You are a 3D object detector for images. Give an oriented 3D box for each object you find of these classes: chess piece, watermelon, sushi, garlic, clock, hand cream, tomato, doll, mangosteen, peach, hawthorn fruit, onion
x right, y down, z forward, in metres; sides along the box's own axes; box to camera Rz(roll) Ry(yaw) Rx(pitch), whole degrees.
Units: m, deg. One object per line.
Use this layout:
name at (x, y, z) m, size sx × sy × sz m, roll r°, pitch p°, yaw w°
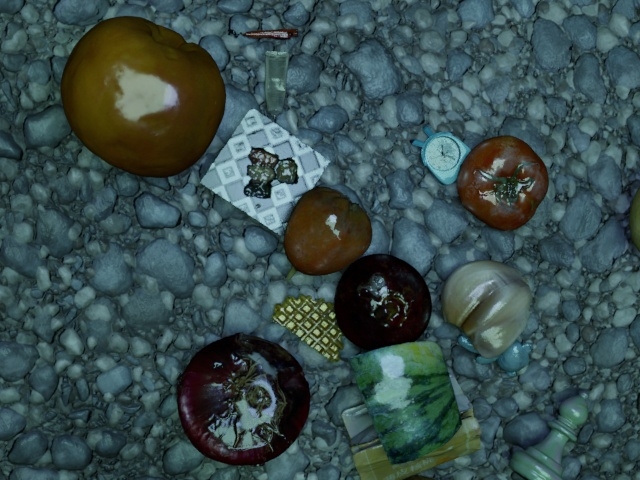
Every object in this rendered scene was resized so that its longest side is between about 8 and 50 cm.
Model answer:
chess piece at (0.602, 0.497, 1.544) m, size 0.139 × 0.139 × 0.271 m, roll 38°, pitch 79°, yaw -5°
watermelon at (0.194, 0.361, 1.421) m, size 0.213 × 0.201 × 0.261 m, roll -16°, pitch 87°, yaw -3°
sushi at (-0.133, -0.164, 1.479) m, size 0.231 × 0.047 × 0.219 m, roll 34°, pitch 87°, yaw -10°
garlic at (0.408, 0.141, 1.480) m, size 0.217 × 0.110 × 0.228 m, roll 41°, pitch 78°, yaw 20°
clock at (0.294, -0.216, 1.502) m, size 0.147 × 0.045 × 0.108 m, roll 42°, pitch 89°, yaw -5°
hand cream at (-0.108, -0.376, 1.477) m, size 0.057 × 0.037 × 0.165 m, roll 2°, pitch 86°, yaw -4°
tomato at (0.452, -0.133, 1.473) m, size 0.237 × 0.095 × 0.236 m, roll -3°, pitch 101°, yaw -15°
doll at (0.440, 0.266, 1.541) m, size 0.180 × 0.075 × 0.120 m, roll 27°, pitch 131°, yaw 14°
mangosteen at (0.148, 0.148, 1.409) m, size 0.236 × 0.261 × 0.235 m, roll 0°, pitch 93°, yaw -2°
peach at (-0.383, -0.300, 1.322) m, size 0.343 × 0.342 × 0.301 m, roll 29°, pitch 114°, yaw -5°
hawthorn fruit at (0.000, 0.000, 1.438) m, size 0.199 × 0.199 × 0.251 m, roll 38°, pitch 106°, yaw -5°
onion at (-0.183, 0.369, 1.428) m, size 0.314 × 0.232 × 0.313 m, roll 7°, pitch 62°, yaw -13°

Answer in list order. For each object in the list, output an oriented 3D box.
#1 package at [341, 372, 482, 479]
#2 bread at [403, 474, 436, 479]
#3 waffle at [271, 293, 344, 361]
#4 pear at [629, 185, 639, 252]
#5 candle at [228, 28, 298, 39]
package at (0.230, 0.488, 1.488) m, size 0.312 × 0.165 × 0.221 m, roll -18°, pitch 95°, yaw -2°
bread at (0.247, 0.707, 1.515) m, size 0.240 × 0.139 × 0.239 m, roll 0°, pitch 94°, yaw -3°
waffle at (-0.029, 0.215, 1.511) m, size 0.192 × 0.046 × 0.160 m, roll 5°, pitch 93°, yaw -3°
pear at (0.902, -0.053, 1.435) m, size 0.310 × 0.309 × 0.308 m, roll 0°, pitch 94°, yaw -4°
candle at (-0.138, -0.495, 1.466) m, size 0.168 × 0.021 × 0.026 m, roll -2°, pitch 93°, yaw -4°
